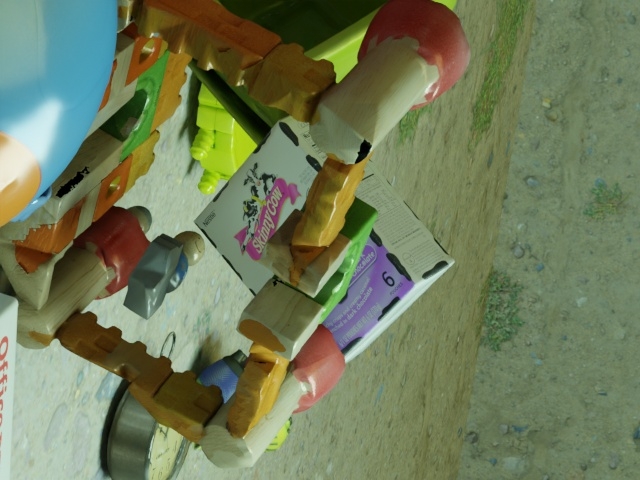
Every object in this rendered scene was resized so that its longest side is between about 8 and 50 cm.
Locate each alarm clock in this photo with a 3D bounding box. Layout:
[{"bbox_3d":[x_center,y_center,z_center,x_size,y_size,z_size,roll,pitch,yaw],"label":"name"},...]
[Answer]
[{"bbox_3d":[-0.179,0.187,2.107,0.129,0.064,0.192,-25,130,-70],"label":"alarm clock"}]

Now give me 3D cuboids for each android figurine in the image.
[{"bbox_3d":[-0.079,-0.175,2.146,0.248,0.056,0.273,81,28,-57],"label":"android figurine"}]

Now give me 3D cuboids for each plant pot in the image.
[{"bbox_3d":[-0.018,-0.218,1.899,0.228,0.227,0.207,-33,155,-19],"label":"plant pot"}]

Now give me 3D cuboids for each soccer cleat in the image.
[{"bbox_3d":[-0.109,0.214,2.393,0.121,0.093,0.289,-41,163,-7],"label":"soccer cleat"}]

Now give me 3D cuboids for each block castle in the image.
[{"bbox_3d":[-0.082,-0.056,1.667,0.213,0.303,0.453,-50,165,-46],"label":"block castle"}]

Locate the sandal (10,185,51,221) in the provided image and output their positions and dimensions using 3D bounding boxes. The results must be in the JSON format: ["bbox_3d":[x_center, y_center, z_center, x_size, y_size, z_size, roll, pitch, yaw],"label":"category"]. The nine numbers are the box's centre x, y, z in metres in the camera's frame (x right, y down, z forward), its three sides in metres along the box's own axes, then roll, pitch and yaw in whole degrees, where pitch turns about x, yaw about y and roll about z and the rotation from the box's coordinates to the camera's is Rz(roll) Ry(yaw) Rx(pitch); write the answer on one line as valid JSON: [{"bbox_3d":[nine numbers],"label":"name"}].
[{"bbox_3d":[-0.243,-0.139,1.444,0.126,0.138,0.317,-8,110,-72],"label":"sandal"}]

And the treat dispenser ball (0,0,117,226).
[{"bbox_3d":[-0.258,-0.128,1.104,0.288,0.288,0.288,15,90,-75],"label":"treat dispenser ball"}]

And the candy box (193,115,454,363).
[{"bbox_3d":[0.000,0.000,1.809,0.070,0.196,0.165,-29,166,-48],"label":"candy box"}]

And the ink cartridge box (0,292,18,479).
[{"bbox_3d":[-0.336,0.170,1.418,0.289,0.121,0.211,-49,150,-60],"label":"ink cartridge box"}]
